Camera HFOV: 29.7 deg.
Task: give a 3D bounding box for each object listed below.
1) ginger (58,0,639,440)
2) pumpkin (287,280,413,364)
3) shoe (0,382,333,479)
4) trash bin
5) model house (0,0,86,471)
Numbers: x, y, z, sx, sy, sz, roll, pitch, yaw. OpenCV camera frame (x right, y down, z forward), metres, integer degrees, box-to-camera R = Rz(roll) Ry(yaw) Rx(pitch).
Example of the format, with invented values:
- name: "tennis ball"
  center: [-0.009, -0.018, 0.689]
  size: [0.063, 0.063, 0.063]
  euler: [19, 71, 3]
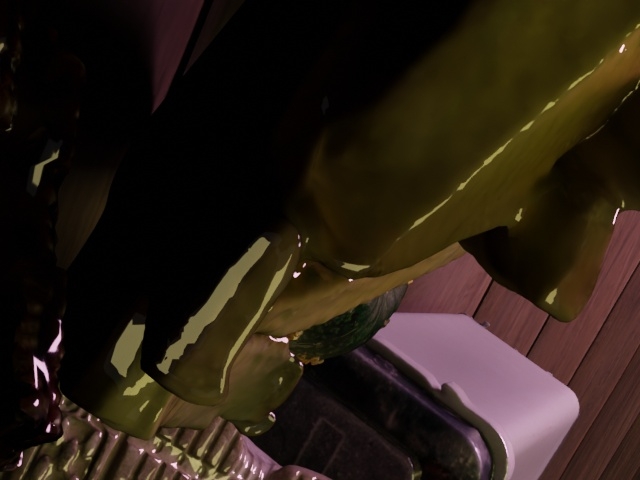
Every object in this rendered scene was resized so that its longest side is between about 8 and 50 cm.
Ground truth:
- name: "ginger"
  center: [0.028, -0.008, 0.628]
  size: [0.413, 0.211, 0.358]
  euler: [-31, -152, 51]
- name: "pumpkin"
  center: [0.000, 0.000, 0.888]
  size: [0.190, 0.146, 0.190]
  euler: [-26, 128, -38]
- name: "shoe"
  center: [-0.129, 0.181, 0.840]
  size: [0.351, 0.198, 0.172]
  euler: [43, 68, -15]
- name: "trash bin"
  center: [0.093, 0.203, 1.108]
  size: [0.368, 0.296, 0.255]
  euler: [-2, 122, -60]
- name: "model house"
  center: [-0.236, -0.020, 0.540]
  size: [0.282, 0.297, 0.317]
  euler: [3, 84, -66]
